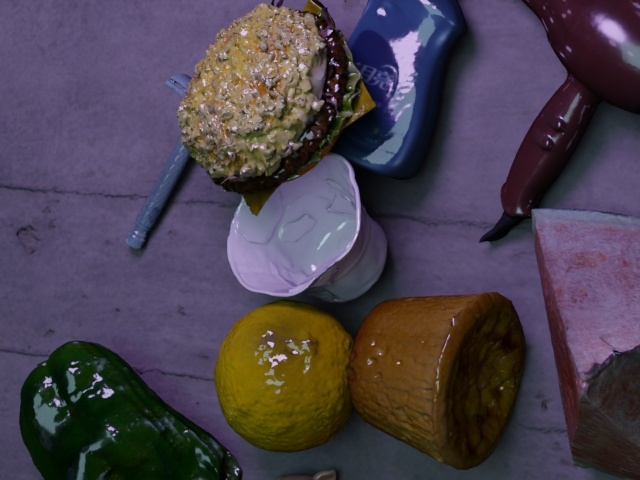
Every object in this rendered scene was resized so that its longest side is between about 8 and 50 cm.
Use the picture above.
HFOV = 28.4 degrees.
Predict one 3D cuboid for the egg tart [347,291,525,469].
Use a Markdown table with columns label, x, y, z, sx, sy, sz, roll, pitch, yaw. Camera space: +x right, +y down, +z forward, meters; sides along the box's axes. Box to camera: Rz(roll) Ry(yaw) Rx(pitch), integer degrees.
| label | x | y | z | sx | sy | sz | roll | pitch | yaw |
| --- | --- | --- | --- | --- | --- | --- | --- | --- | --- |
| egg tart | 0.123 | 0.144 | 1.412 | 0.147 | 0.202 | 0.203 | 11 | 90 | 33 |

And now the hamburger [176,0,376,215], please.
| label | x | y | z | sx | sy | sz | roll | pitch | yaw |
| --- | --- | --- | --- | --- | --- | --- | --- | --- | --- |
| hamburger | -0.065 | -0.175 | 1.465 | 0.243 | 0.138 | 0.262 | -42 | 43 | 18 |

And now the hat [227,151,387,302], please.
| label | x | y | z | sx | sy | sz | roll | pitch | yaw |
| --- | --- | --- | --- | --- | --- | --- | --- | --- | --- |
| hat | 0.000 | 0.000 | 1.495 | 0.203 | 0.126 | 0.203 | -19 | 57 | 32 |

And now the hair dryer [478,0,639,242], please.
| label | x | y | z | sx | sy | sz | roll | pitch | yaw |
| --- | --- | --- | --- | --- | --- | --- | --- | --- | --- |
| hair dryer | 0.243 | -0.160 | 1.445 | 0.312 | 0.123 | 0.340 | 43 | 114 | 32 |

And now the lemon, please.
| label | x | y | z | sx | sy | sz | roll | pitch | yaw |
| --- | --- | --- | --- | --- | --- | --- | --- | --- | --- |
| lemon | -0.038 | 0.160 | 1.471 | 0.180 | 0.193 | 0.181 | 1 | 86 | -20 |

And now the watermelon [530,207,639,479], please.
| label | x | y | z | sx | sy | sz | roll | pitch | yaw |
| --- | --- | --- | --- | --- | --- | --- | --- | --- | --- |
| watermelon | 0.292 | 0.108 | 1.317 | 0.250 | 0.292 | 0.283 | 17 | 94 | 54 |

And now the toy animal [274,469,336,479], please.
| label | x | y | z | sx | sy | sz | roll | pitch | yaw |
| --- | --- | --- | --- | --- | --- | --- | --- | --- | --- |
| toy animal | -0.030 | 0.347 | 1.527 | 0.083 | 0.089 | 0.150 | 7 | 85 | 4 |

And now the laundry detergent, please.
| label | x | y | z | sx | sy | sz | roll | pitch | yaw |
| --- | --- | --- | --- | --- | --- | --- | --- | --- | --- |
| laundry detergent | 0.092 | -0.224 | 1.501 | 0.143 | 0.094 | 0.290 | 21 | 95 | 37 |

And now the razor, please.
| label | x | y | z | sx | sy | sz | roll | pitch | yaw |
| --- | --- | --- | --- | --- | --- | --- | --- | --- | --- |
| razor | -0.194 | -0.092 | 1.647 | 0.106 | 0.068 | 0.232 | 38 | 108 | 23 |

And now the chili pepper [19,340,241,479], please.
| label | x | y | z | sx | sy | sz | roll | pitch | yaw |
| --- | --- | --- | --- | --- | --- | --- | --- | --- | --- |
| chili pepper | -0.242 | 0.295 | 1.572 | 0.213 | 0.167 | 0.385 | -46 | 71 | 16 |
